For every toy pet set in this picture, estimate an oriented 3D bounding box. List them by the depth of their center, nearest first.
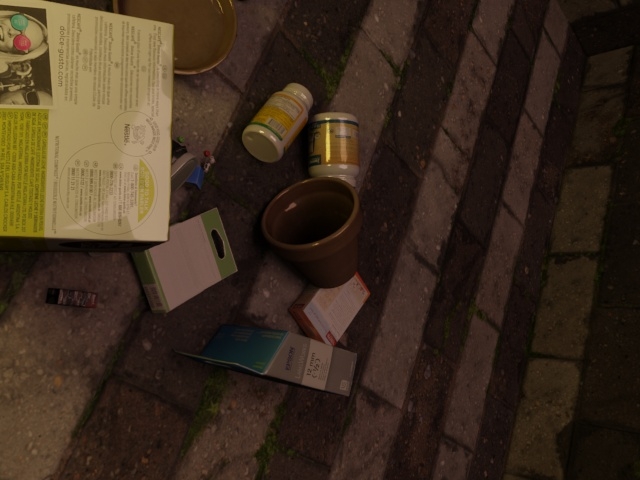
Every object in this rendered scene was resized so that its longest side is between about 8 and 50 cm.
[{"bbox_3d":[-0.297,-0.183,1.327,0.122,0.065,0.114,23,71,-41],"label":"toy pet set"}]

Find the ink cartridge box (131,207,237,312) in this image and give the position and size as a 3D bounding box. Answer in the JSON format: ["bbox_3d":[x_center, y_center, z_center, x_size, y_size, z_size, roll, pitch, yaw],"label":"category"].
[{"bbox_3d":[-0.306,0.039,1.313,0.235,0.056,0.171,-33,111,-52],"label":"ink cartridge box"}]

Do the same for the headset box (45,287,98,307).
[{"bbox_3d":[-0.480,0.113,1.127,0.083,0.062,0.032,16,77,-44],"label":"headset box"}]

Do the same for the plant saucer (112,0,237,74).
[{"bbox_3d":[-0.322,-0.504,1.295,0.277,0.041,0.278,2,86,-28],"label":"plant saucer"}]

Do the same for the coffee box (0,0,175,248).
[{"bbox_3d":[-0.430,-0.154,0.941,0.334,0.337,0.338,2,85,-24],"label":"coffee box"}]

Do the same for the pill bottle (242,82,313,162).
[{"bbox_3d":[-0.104,-0.309,1.493,0.117,0.117,0.208,50,55,-30],"label":"pill bottle"}]

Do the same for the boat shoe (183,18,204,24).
[{"bbox_3d":[-0.276,-0.512,1.386,0.152,0.056,0.049,0,61,-37],"label":"boat shoe"}]

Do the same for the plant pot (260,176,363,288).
[{"bbox_3d":[0.000,0.000,1.517,0.263,0.263,0.229,-56,143,-31],"label":"plant pot"}]

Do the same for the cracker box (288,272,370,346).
[{"bbox_3d":[0.030,0.172,1.631,0.232,0.067,0.156,-50,120,-36],"label":"cracker box"}]

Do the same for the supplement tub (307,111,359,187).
[{"bbox_3d":[0.036,-0.244,1.609,0.144,0.144,0.200,2,86,-45],"label":"supplement tub"}]

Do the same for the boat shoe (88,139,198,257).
[{"bbox_3d":[-0.391,-0.094,1.213,0.091,0.114,0.302,38,65,8],"label":"boat shoe"}]

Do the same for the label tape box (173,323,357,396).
[{"bbox_3d":[-0.122,0.264,1.343,0.347,0.249,0.115,29,68,-40],"label":"label tape box"}]
